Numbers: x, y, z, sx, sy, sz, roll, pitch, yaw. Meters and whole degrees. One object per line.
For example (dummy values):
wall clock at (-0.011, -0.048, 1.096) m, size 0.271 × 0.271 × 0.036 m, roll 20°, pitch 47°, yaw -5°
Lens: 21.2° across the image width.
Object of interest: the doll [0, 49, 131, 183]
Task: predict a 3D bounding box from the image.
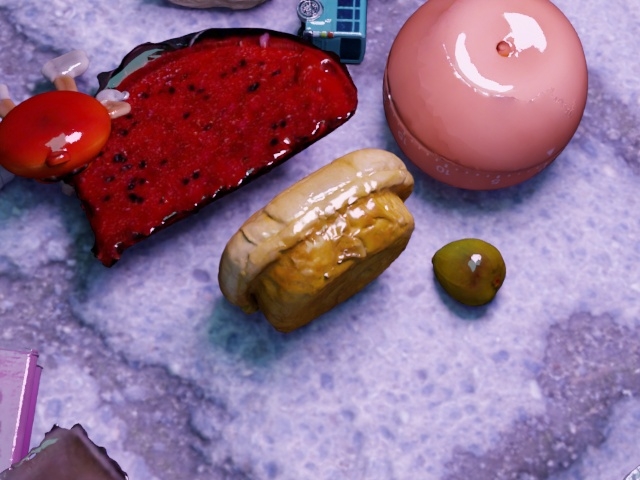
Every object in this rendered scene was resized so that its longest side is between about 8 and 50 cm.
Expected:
doll at (-0.295, -0.129, 1.890) m, size 0.183 × 0.085 × 0.217 m, roll -25°, pitch 36°, yaw -13°

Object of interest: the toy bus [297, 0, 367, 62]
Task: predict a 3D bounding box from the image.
toy bus at (0.018, -0.295, 2.026) m, size 0.092 × 0.079 × 0.160 m, roll 2°, pitch 67°, yaw -1°

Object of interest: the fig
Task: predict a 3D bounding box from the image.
fig at (0.161, 0.031, 1.896) m, size 0.088 × 0.074 × 0.074 m, roll 25°, pitch 66°, yaw 32°

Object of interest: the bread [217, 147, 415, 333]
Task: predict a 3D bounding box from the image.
bread at (0.001, -0.001, 1.830) m, size 0.236 × 0.198 × 0.120 m, roll -34°, pitch 77°, yaw -16°

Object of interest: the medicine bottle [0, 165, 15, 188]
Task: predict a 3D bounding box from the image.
medicine bottle at (-0.429, -0.056, 1.914) m, size 0.221 × 0.061 × 0.092 m, roll -33°, pitch 56°, yaw -24°

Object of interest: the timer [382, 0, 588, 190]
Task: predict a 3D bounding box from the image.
timer at (0.183, -0.172, 1.909) m, size 0.230 × 0.215 × 0.229 m, roll 2°, pitch 71°, yaw -7°

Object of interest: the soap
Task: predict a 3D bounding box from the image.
soap at (-0.368, 0.212, 1.793) m, size 0.122 × 0.065 × 0.203 m, roll 5°, pitch 66°, yaw 0°

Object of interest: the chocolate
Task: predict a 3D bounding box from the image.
chocolate at (-0.191, 0.327, 1.682) m, size 0.112 × 0.112 × 0.321 m, roll -36°, pitch 55°, yaw -17°

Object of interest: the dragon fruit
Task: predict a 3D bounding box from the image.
dragon fruit at (-0.133, -0.125, 1.922) m, size 0.343 × 0.100 × 0.282 m, roll -31°, pitch 54°, yaw 0°

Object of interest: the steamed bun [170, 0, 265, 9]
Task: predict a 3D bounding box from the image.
steamed bun at (-0.105, -0.336, 2.008) m, size 0.155 × 0.172 × 0.140 m, roll 25°, pitch 77°, yaw -11°

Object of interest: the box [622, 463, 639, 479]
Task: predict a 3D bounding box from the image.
box at (0.441, 0.258, 1.773) m, size 0.227 × 0.130 × 0.162 m, roll -33°, pitch 87°, yaw -15°
